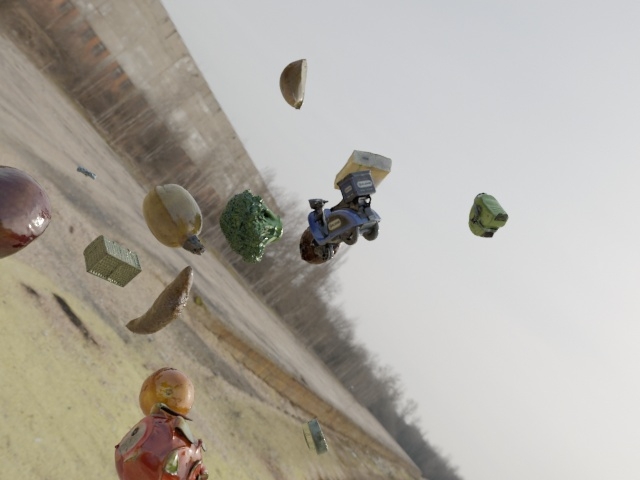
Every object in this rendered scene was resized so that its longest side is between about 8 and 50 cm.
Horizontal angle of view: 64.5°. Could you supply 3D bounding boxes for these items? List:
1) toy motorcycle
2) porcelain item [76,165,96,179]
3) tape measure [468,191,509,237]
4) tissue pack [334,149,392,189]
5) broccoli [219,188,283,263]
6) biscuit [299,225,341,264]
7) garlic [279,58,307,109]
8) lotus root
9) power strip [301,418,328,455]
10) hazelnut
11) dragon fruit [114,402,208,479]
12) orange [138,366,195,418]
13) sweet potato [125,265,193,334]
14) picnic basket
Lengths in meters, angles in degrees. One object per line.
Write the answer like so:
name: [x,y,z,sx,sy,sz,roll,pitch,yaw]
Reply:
toy motorcycle: [0.056,-0.070,1.579,0.358,0.125,0.213,-30,-105,55]
porcelain item: [-0.946,-0.272,2.055,0.083,0.028,0.036,29,-8,3]
tape measure: [0.599,-0.087,1.847,0.178,0.087,0.154,-97,-163,-52]
tissue pack: [0.176,-0.277,2.136,0.186,0.090,0.222,13,-30,-17]
broccoli: [-0.250,-0.050,1.838,0.261,0.241,0.270,156,-63,-62]
biscuit: [0.000,0.000,1.820,0.049,0.192,0.192,46,-4,-38]
garlic: [-0.112,-0.616,1.991,0.101,0.196,0.087,7,-2,21]
lotus root: [-0.495,-0.063,1.747,0.310,0.182,0.183,54,-5,25]
power strip: [-0.019,0.490,1.263,0.227,0.029,0.080,107,-38,-67]
hazelnut: [-0.632,-0.062,0.999,0.201,0.170,0.160,22,18,27]
dragon fruit: [-0.396,0.553,1.281,0.227,0.224,0.224,48,-7,-30]
orange: [-0.670,0.680,2.211,0.240,0.240,0.240,48,-8,9]
sweet potato: [-0.526,0.228,1.714,0.114,0.341,0.092,54,19,21]
picnic basket: [-0.916,0.085,2.234,0.196,0.134,0.154,38,15,-46]
